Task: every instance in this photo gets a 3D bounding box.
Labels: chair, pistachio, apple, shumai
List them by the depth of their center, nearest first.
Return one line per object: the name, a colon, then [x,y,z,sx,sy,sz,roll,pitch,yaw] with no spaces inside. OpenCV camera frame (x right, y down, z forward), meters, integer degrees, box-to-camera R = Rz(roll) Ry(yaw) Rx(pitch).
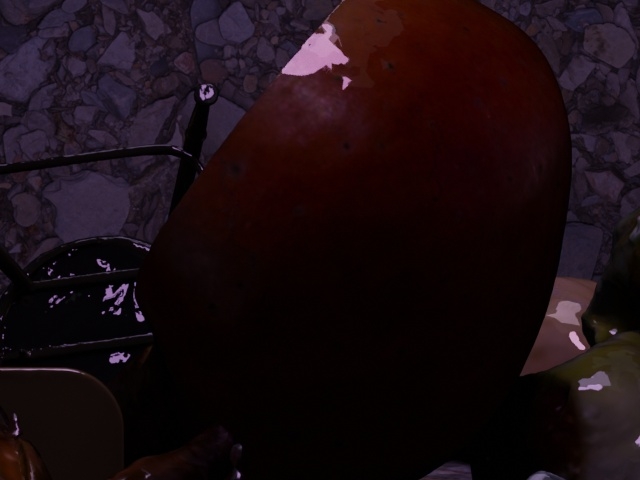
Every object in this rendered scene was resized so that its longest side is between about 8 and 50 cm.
apple: [0.000,0.000,0.703,0.329,0.295,0.365,-9,26,33]
shumai: [0.235,0.143,0.707,0.263,0.304,0.309,-35,3,-12]
pistachio: [0.262,0.157,1.310,0.230,0.230,0.309,1,-8,-23]
chair: [-0.275,0.086,1.384,0.365,0.362,0.410,-9,-17,-9]

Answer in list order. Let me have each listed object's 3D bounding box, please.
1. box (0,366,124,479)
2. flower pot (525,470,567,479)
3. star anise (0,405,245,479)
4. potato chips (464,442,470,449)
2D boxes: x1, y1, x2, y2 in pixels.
box: [-0.195,0.134,0.546,0.201,0.144,0.090,-1,-8,-14]
flower pot: [0.183,0.140,0.470,0.229,0.103,0.108,3,-5,-41]
star anise: [-0.100,0.148,0.411,0.272,0.102,0.272,3,21,-1]
potato chips: [0.043,0.246,1.563,0.429,0.070,0.358,-6,-3,35]
